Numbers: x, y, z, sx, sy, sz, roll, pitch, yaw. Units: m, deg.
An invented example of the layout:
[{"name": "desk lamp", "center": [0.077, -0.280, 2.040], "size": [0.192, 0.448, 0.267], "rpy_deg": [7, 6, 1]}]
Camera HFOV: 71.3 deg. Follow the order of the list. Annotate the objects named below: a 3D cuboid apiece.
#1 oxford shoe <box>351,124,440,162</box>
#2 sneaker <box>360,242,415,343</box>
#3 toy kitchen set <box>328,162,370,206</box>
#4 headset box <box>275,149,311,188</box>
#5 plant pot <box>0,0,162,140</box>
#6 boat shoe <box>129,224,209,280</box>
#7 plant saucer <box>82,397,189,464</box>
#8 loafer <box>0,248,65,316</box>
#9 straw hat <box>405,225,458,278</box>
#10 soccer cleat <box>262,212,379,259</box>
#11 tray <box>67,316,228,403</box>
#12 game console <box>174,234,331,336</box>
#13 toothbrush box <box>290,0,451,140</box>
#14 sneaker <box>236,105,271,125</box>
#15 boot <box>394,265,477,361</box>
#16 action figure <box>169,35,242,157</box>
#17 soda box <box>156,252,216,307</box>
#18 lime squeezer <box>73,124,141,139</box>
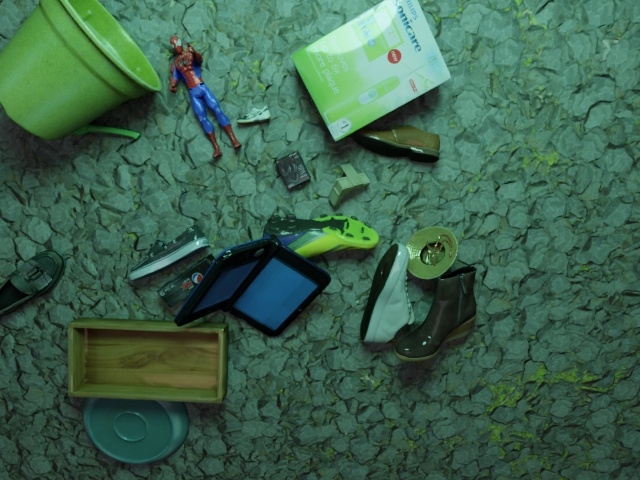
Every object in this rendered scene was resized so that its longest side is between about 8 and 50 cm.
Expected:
[{"name": "oxford shoe", "center": [0.181, -0.243, 1.065], "size": [0.213, 0.076, 0.075], "rpy_deg": [10, 81, -5]}, {"name": "sneaker", "center": [0.196, 0.141, 1.153], "size": [0.123, 0.105, 0.289], "rpy_deg": [11, 115, -9]}, {"name": "toy kitchen set", "center": [0.063, -0.140, 1.111], "size": [0.084, 0.075, 0.068], "rpy_deg": [-17, 64, -27]}, {"name": "headset box", "center": [-0.065, -0.171, 1.100], "size": [0.062, 0.032, 0.083], "rpy_deg": [-24, 102, 8]}, {"name": "plant pot", "center": [-0.526, -0.352, 0.929], "size": [0.254, 0.276, 0.276], "rpy_deg": [-36, 102, 8]}, {"name": "boat shoe", "center": [-0.399, 0.029, 1.145], "size": [0.229, 0.080, 0.076], "rpy_deg": [-27, 86, 11]}, {"name": "plant saucer", "center": [-0.548, 0.533, 1.304], "size": [0.319, 0.043, 0.316], "rpy_deg": [0, 105, 1]}, {"name": "loafer", "center": [-0.788, 0.126, 1.173], "size": [0.268, 0.084, 0.096], "rpy_deg": [-37, 101, 11]}, {"name": "straw hat", "center": [0.291, 0.036, 1.131], "size": [0.061, 0.144, 0.144], "rpy_deg": [22, 110, -49]}, {"name": "soccer cleat", "center": [-0.001, -0.001, 1.130], "size": [0.290, 0.093, 0.121], "rpy_deg": [3, 131, -2]}, {"name": "tray", "center": [-0.462, 0.321, 1.211], "size": [0.412, 0.076, 0.202], "rpy_deg": [2, 95, 2]}, {"name": "game console", "center": [-0.165, 0.144, 1.083], "size": [0.173, 0.250, 0.293], "rpy_deg": [50, 123, 14]}, {"name": "toothbrush box", "center": [0.107, -0.380, 0.992], "size": [0.284, 0.122, 0.206], "rpy_deg": [-27, 104, 7]}, {"name": "sneaker", "center": [-0.162, -0.300, 1.071], "size": [0.084, 0.032, 0.036], "rpy_deg": [-11, 91, 0]}, {"name": "boot", "center": [0.290, 0.180, 1.126], "size": [0.249, 0.090, 0.206], "rpy_deg": [-17, 118, -23]}, {"name": "action figure", "center": [-0.279, -0.331, 1.012], "size": [0.092, 0.139, 0.280], "rpy_deg": [-23, 101, 6]}, {"name": "soda box", "center": [-0.340, 0.105, 1.172], "size": [0.169, 0.053, 0.060], "rpy_deg": [-32, 103, 10]}, {"name": "lime squeezer", "center": [-0.589, -0.323, 1.059], "size": [0.310, 0.059, 0.110], "rpy_deg": [44, 103, -9]}]
